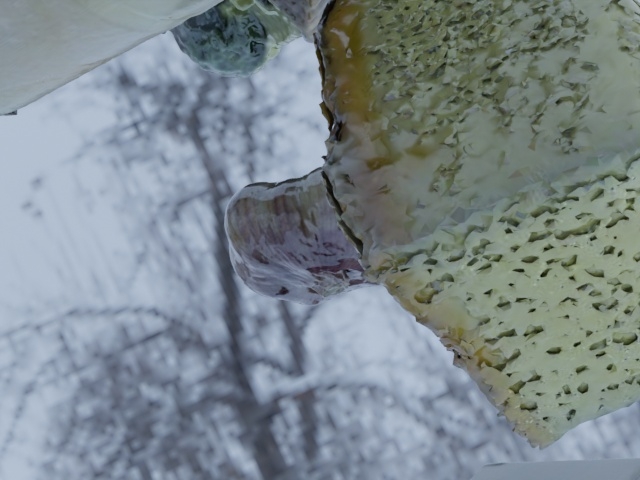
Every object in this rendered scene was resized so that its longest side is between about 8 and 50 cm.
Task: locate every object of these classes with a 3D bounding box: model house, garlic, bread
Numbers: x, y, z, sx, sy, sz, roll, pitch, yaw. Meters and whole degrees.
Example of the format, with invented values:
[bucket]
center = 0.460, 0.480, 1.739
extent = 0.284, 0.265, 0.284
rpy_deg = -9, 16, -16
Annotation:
[model house]
center = -0.080, -0.337, 2.015
extent = 0.261, 0.321, 0.266
rpy_deg = -49, 14, -13
[garlic]
center = 0.000, 0.000, 1.606
extent = 0.159, 0.102, 0.147
rpy_deg = -2, -25, -17
[bread]
center = 0.151, -0.052, 1.353
extent = 0.248, 0.279, 0.315
rpy_deg = -25, 33, 18

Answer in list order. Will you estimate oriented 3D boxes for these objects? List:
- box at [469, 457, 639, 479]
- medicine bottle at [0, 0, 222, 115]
[box]
center = 0.133, 0.311, 1.751
extent = 0.204, 0.051, 0.365
rpy_deg = -8, 22, 45
[medicine bottle]
center = -0.143, -0.267, 1.421
extent = 0.406, 0.236, 0.236
rpy_deg = -23, -8, 35
